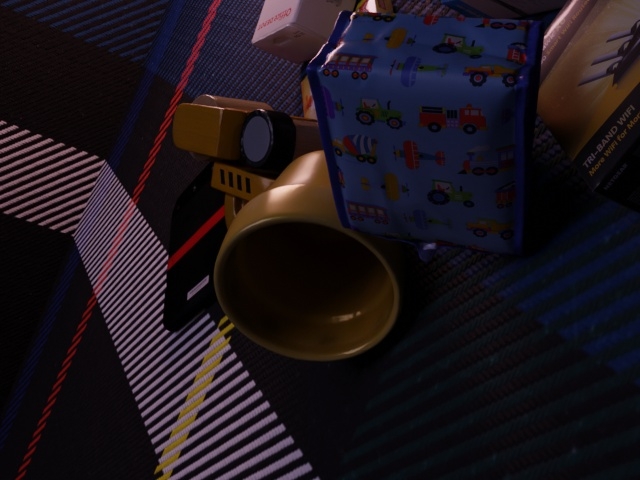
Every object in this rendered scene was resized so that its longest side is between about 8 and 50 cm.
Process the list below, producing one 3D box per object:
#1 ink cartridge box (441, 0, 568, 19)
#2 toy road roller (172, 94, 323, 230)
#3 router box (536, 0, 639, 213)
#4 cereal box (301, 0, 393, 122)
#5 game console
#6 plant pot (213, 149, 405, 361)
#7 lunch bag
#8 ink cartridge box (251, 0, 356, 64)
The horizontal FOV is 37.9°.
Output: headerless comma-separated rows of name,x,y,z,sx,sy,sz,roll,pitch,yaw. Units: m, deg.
ink cartridge box,0.264,-0.376,1.220,0.203,0.086,0.148,14,83,64
toy road roller,-0.100,-0.106,1.574,0.329,0.202,0.240,21,105,48
router box,0.349,-0.218,0.936,0.309,0.081,0.243,-56,28,27
cereal box,0.049,-0.295,1.634,0.240,0.047,0.173,-48,34,38
game console,-0.232,-0.018,2.000,0.386,0.060,0.342,-39,44,49
plant pot,0.000,0.000,1.312,0.254,0.254,0.239,-50,16,36
lunch bag,0.121,-0.089,1.032,0.138,0.221,0.293,-64,-24,-46
ink cartridge box,-0.012,-0.509,1.835,0.207,0.117,0.283,-1,71,63
